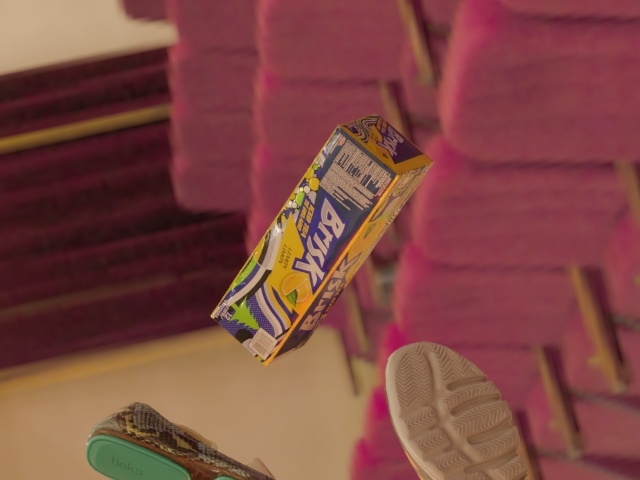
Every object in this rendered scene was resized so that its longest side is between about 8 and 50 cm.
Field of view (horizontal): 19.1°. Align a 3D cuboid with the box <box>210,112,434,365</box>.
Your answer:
[{"bbox_3d":[0.000,0.000,1.243,0.054,0.169,0.059,42,-153,13],"label":"box"}]

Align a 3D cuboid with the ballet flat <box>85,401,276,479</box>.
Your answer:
[{"bbox_3d":[-0.074,0.168,1.351,0.070,0.188,0.070,-59,-8,-14],"label":"ballet flat"}]

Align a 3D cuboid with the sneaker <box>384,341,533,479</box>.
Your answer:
[{"bbox_3d":[0.135,0.265,1.855,0.321,0.124,0.180,63,151,27],"label":"sneaker"}]
